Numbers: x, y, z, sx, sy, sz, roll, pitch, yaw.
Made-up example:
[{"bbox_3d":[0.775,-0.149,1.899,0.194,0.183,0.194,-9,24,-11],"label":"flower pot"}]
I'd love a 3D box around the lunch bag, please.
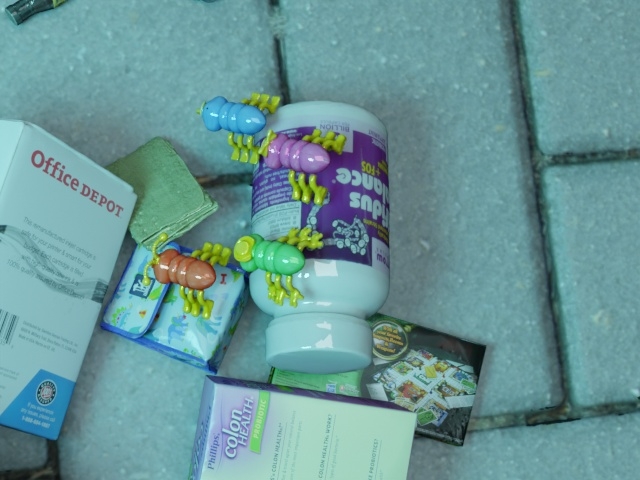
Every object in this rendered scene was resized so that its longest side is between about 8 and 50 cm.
[{"bbox_3d":[-0.174,0.074,1.511,0.151,0.096,0.128,21,77,11],"label":"lunch bag"}]

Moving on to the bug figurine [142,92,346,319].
[{"bbox_3d":[-0.087,-0.047,1.419,0.216,0.072,0.279,9,78,33],"label":"bug figurine"}]

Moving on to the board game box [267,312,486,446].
[{"bbox_3d":[0.072,0.160,1.581,0.260,0.030,0.136,18,79,-9],"label":"board game box"}]

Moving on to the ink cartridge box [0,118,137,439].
[{"bbox_3d":[-0.354,0.043,1.395,0.129,0.223,0.307,9,75,29],"label":"ink cartridge box"}]

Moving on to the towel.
[{"bbox_3d":[-0.202,-0.057,1.526,0.110,0.027,0.148,-32,58,-14],"label":"towel"}]

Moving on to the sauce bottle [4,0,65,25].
[{"bbox_3d":[-0.333,-0.312,1.564,0.128,0.042,0.042,-38,90,-13],"label":"sauce bottle"}]

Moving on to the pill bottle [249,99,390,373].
[{"bbox_3d":[0.000,0.000,1.497,0.169,0.169,0.301,4,71,-12],"label":"pill bottle"}]

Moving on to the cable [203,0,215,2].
[{"bbox_3d":[-0.152,-0.406,1.622,0.151,0.047,0.184,28,78,-1],"label":"cable"}]

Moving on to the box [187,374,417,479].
[{"bbox_3d":[-0.030,0.284,1.477,0.243,0.117,0.213,9,87,-12],"label":"box"}]
